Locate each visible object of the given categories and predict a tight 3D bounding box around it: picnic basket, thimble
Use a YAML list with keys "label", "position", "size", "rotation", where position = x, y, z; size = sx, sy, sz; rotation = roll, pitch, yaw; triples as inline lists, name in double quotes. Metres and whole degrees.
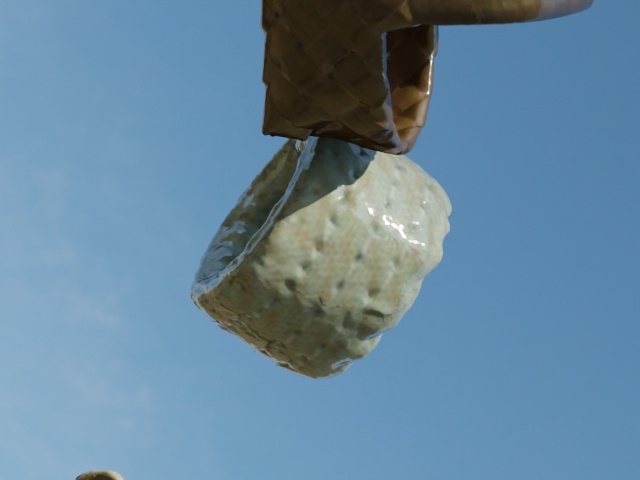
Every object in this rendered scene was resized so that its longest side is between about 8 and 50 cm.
- label: "picnic basket"
  position: [0.113, -0.248, 1.175]
  size: [0.337, 0.293, 0.337]
  rotation: [5, -69, 14]
- label: "thimble"
  position: [0.000, 0.000, 1.383]
  size: [0.195, 0.291, 0.291]
  rotation: [35, -34, -16]

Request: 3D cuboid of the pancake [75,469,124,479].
- label: "pancake"
  position: [-0.400, 0.483, 2.152]
  size: [0.151, 0.152, 0.025]
  rotation: [22, -1, 31]
